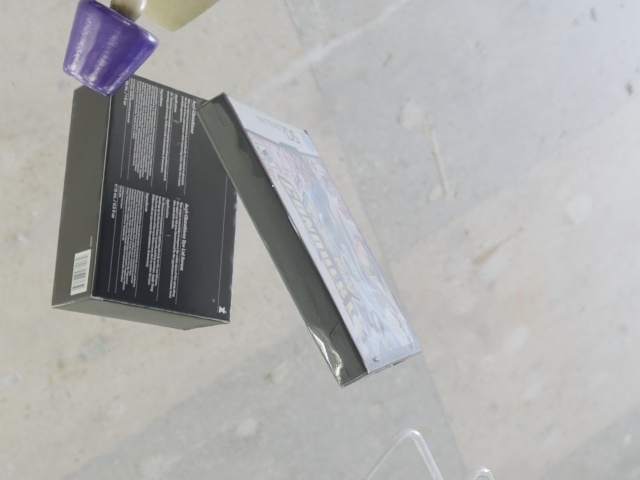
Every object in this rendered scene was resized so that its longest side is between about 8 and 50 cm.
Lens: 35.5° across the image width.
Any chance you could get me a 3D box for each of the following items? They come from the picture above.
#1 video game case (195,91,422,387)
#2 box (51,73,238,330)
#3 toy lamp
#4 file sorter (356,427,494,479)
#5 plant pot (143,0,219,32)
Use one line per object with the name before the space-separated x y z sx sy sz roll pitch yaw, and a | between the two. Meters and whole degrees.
video game case | 0.000 0.000 0.961 0.035 0.275 0.248 -30 170 13
box | -0.194 -0.041 1.150 0.184 0.103 0.261 14 71 -38
toy lamp | -0.137 -0.254 0.866 0.080 0.080 0.275 27 95 -42
file sorter | 0.136 0.292 0.735 0.173 0.277 0.193 -49 141 -20
plant pot | -0.209 -0.393 1.172 0.256 0.256 0.274 -38 108 -4
